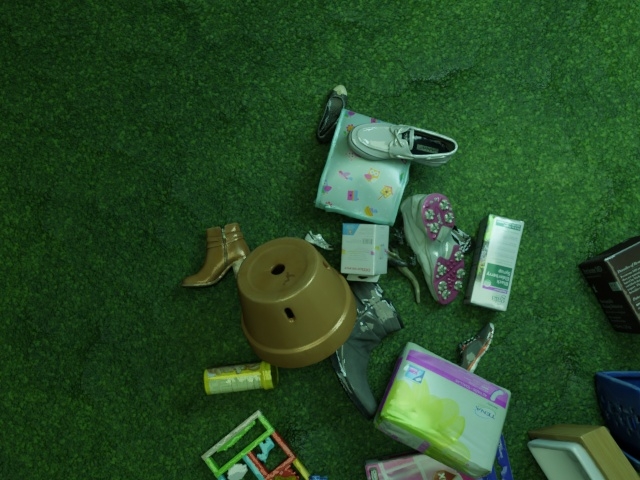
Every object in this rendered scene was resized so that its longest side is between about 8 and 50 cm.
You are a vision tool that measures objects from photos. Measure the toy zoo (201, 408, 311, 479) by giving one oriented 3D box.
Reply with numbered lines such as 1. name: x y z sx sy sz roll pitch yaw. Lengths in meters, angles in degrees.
1. toy zoo: -0.143 0.610 1.552 0.192 0.030 0.293 -39 84 -3

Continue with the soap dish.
1. soap dish: 0.656 0.573 1.445 0.118 0.229 0.290 -31 84 -19

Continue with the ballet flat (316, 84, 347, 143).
1. ballet flat: 0.034 -0.345 1.647 0.058 0.049 0.173 18 84 3

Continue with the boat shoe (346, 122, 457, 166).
1. boat shoe: 0.201 -0.238 1.466 0.268 0.088 0.096 13 77 -10

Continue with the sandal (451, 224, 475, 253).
1. sandal: 0.333 -0.027 1.606 0.179 0.040 0.067 30 86 5

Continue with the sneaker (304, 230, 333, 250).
1. sneaker: 0.000 0.000 1.617 0.083 0.032 0.036 23 85 4

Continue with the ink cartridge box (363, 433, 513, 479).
1. ink cartridge box: 0.307 0.614 1.526 0.371 0.069 0.175 -11 83 -2

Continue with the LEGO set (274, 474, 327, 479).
1. LEGO set: -0.058 0.626 1.485 0.227 0.093 0.086 0 83 1

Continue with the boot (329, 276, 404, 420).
1. boot: 0.124 0.267 1.546 0.223 0.118 0.338 -27 87 -6

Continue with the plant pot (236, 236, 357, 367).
1. plant pot: -0.074 0.128 1.453 0.291 0.203 0.290 -10 44 10

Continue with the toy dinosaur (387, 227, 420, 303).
1. toy dinosaur: 0.196 0.042 1.576 0.268 0.118 0.064 46 53 4

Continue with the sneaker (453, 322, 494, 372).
1. sneaker: 0.394 0.275 1.563 0.065 0.061 0.157 30 85 11

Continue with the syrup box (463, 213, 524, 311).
1. syrup box: 0.448 0.061 1.566 0.093 0.096 0.236 13 83 3

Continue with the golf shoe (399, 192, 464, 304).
1. golf shoe: 0.287 0.018 1.566 0.115 0.140 0.306 -23 110 -28

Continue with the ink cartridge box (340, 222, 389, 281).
1. ink cartridge box: 0.112 0.030 1.515 0.092 0.090 0.143 4 92 28

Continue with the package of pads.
1. package of pads: 0.301 0.420 1.485 0.297 0.101 0.229 25 56 5

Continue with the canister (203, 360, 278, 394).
1. canister: -0.200 0.347 1.537 0.170 0.126 0.073 -7 84 2

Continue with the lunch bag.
1. lunch bag: 0.118 -0.177 1.573 0.224 0.160 0.262 16 78 2

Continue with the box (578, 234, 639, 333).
1. box: 0.798 0.107 1.513 0.167 0.168 0.203 -27 83 -1

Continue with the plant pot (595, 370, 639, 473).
1. plant pot: 0.822 0.438 1.448 0.236 0.236 0.212 1 89 0

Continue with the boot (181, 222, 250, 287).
1. boot: -0.287 0.042 1.603 0.197 0.073 0.152 -14 84 -12
